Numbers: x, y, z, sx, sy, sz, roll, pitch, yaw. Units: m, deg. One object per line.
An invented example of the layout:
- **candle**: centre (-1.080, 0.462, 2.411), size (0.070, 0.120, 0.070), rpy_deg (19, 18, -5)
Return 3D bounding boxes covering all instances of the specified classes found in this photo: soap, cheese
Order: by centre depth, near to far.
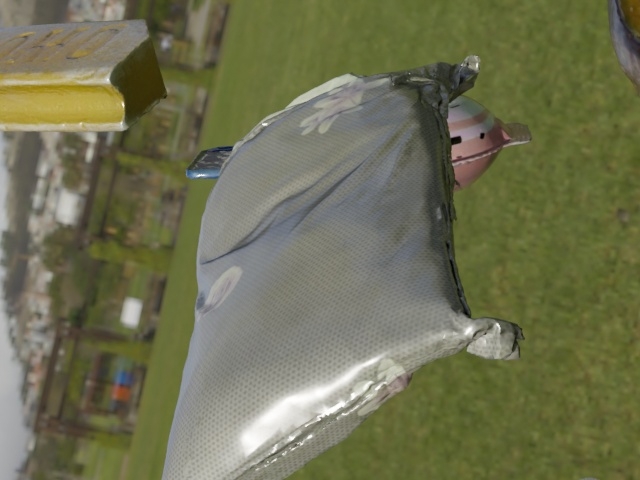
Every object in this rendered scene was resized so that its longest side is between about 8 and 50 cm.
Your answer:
- **cheese**: centre (0.032, -0.076, 1.083), size (0.189, 0.286, 0.074), rpy_deg (-67, -29, -72)
- **soap**: centre (-0.262, -0.167, 1.310), size (0.140, 0.232, 0.073), rpy_deg (-54, -43, -45)

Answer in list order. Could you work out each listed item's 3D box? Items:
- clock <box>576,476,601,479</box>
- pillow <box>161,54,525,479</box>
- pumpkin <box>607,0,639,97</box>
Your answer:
- **clock**: centre (0.237, 0.291, 1.007), size (0.151, 0.062, 0.191), rpy_deg (-147, 39, -70)
- **pillow**: centre (0.000, 0.000, 0.554), size (0.169, 0.059, 0.255), rpy_deg (-30, 27, 18)
- **pumpkin**: centre (0.308, -0.160, 1.108), size (0.169, 0.148, 0.312), rpy_deg (94, 176, -58)
